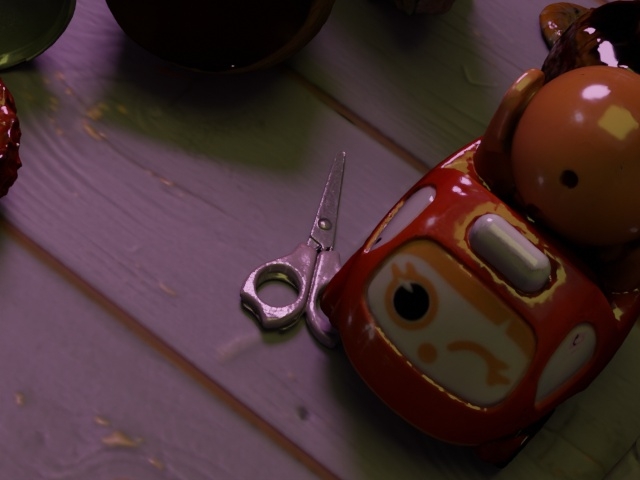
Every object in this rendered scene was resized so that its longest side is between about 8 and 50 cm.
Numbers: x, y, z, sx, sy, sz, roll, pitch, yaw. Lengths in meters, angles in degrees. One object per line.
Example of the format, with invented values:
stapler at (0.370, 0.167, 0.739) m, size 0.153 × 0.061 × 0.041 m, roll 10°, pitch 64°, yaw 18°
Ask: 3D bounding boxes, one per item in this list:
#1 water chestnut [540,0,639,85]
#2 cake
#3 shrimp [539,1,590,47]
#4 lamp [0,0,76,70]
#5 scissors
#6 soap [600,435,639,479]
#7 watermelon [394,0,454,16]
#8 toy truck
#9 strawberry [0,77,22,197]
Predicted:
water chestnut at (0.283, -0.104, 1.354) m, size 0.223 × 0.238 × 0.224 m, roll 13°, pitch 42°, yaw -12°
cake at (-0.075, -0.239, 1.400) m, size 0.185 × 0.208 × 0.178 m, roll -23°, pitch 15°, yaw 12°
shrimp at (0.239, -0.169, 1.520) m, size 0.083 × 0.023 × 0.114 m, roll -3°, pitch 50°, yaw -20°
lamp at (-0.295, -0.256, 1.395) m, size 0.172 × 0.147 × 0.227 m, roll -22°, pitch 50°, yaw -1°
scissors at (0.000, 0.000, 1.337) m, size 0.100 × 0.015 × 0.189 m, roll 16°, pitch 49°, yaw -4°
soap at (0.326, 0.173, 1.268) m, size 0.159 × 0.258 × 0.302 m, roll 45°, pitch 100°, yaw 19°
watermelon at (0.065, -0.328, 1.472) m, size 0.151 × 0.264 × 0.302 m, roll -30°, pitch 75°, yaw -17°
toy truck at (0.139, 0.005, 1.198) m, size 0.189 × 0.239 × 0.265 m, roll 41°, pitch 69°, yaw 11°
strawberry at (-0.283, -0.068, 1.269) m, size 0.145 × 0.086 × 0.145 m, roll 7°, pitch 50°, yaw -8°
